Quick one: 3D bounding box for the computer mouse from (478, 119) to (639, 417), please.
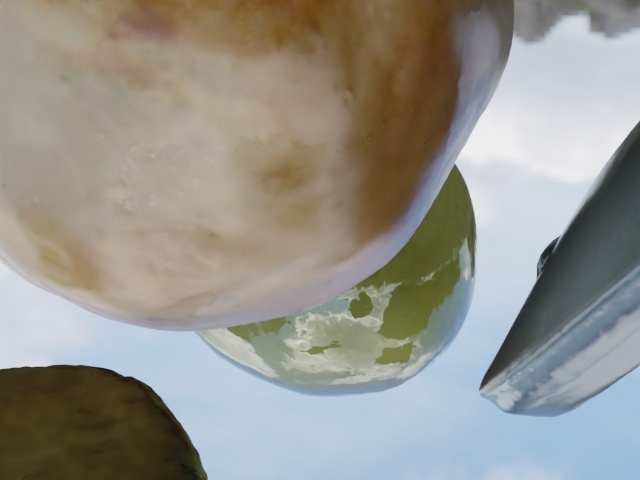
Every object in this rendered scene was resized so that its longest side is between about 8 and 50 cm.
[{"bbox_3d":[0.194,-0.023,0.914,0.095,0.331,0.197,45,-137,2],"label":"computer mouse"}]

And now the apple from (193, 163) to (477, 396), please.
[{"bbox_3d":[0.000,0.000,1.346,0.262,0.262,0.262,0,-166,0],"label":"apple"}]

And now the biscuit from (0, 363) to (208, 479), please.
[{"bbox_3d":[-0.145,0.087,0.412,0.247,0.029,0.118,-7,-137,8],"label":"biscuit"}]

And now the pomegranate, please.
[{"bbox_3d":[-0.085,-0.159,0.987,0.411,0.411,0.411,0,-166,0],"label":"pomegranate"}]
